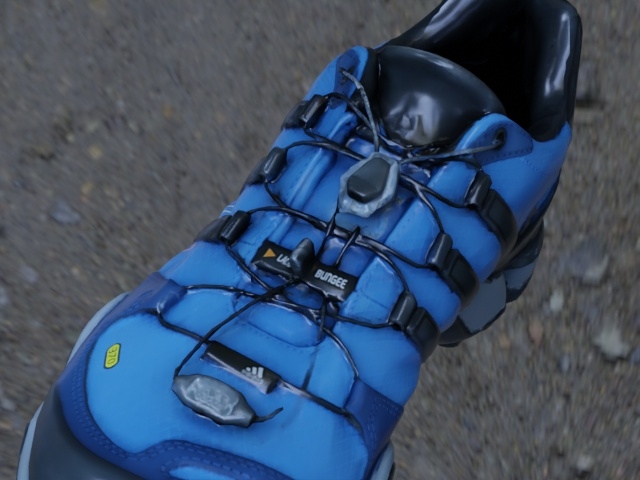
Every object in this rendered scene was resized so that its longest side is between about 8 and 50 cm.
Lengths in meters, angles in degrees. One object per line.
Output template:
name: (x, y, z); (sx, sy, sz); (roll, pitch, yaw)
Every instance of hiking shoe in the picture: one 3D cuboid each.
hiking shoe: (0.000, 0.000, 0.610); (0.113, 0.304, 0.132); (23, 123, 12)
